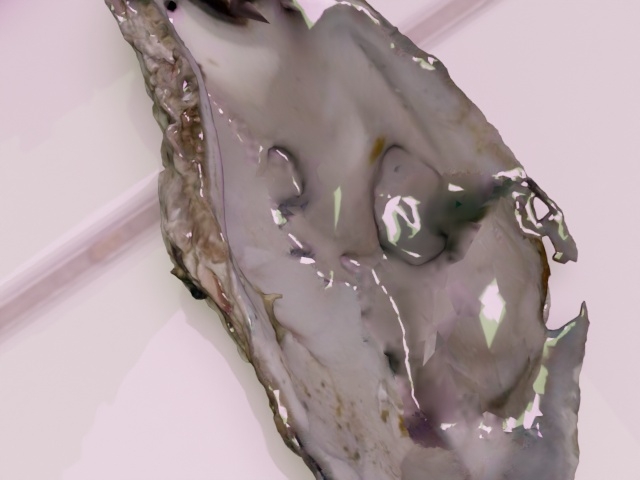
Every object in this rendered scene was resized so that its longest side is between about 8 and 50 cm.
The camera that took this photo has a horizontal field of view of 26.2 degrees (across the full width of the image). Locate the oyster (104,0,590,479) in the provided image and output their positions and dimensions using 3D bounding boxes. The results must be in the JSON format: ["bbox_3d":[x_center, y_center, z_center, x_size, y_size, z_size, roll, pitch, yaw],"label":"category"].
[{"bbox_3d":[0.001,-0.001,0.517,0.252,0.087,0.199,28,68,-5],"label":"oyster"}]
